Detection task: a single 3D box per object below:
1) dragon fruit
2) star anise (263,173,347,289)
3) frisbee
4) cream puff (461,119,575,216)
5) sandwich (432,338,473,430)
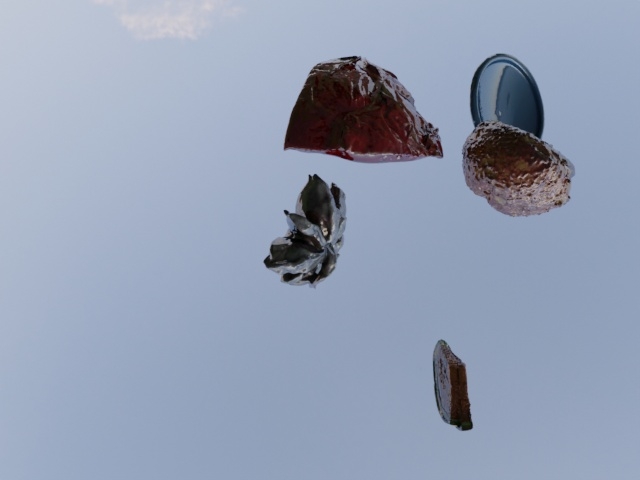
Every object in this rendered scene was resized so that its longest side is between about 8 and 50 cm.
[{"bbox_3d":[0.119,-0.256,0.943,0.330,0.240,0.302,18,-102,2],"label":"dragon fruit"},{"bbox_3d":[0.000,0.000,0.962,0.139,0.359,0.316,26,-57,17],"label":"star anise"},{"bbox_3d":[0.483,-0.340,1.113,0.289,0.049,0.289,1,-92,-29],"label":"frisbee"},{"bbox_3d":[0.401,-0.140,0.887,0.240,0.240,0.164,27,-83,19],"label":"cream puff"},{"bbox_3d":[0.154,0.169,0.504,0.026,0.069,0.101,-1,-107,-2],"label":"sandwich"}]
